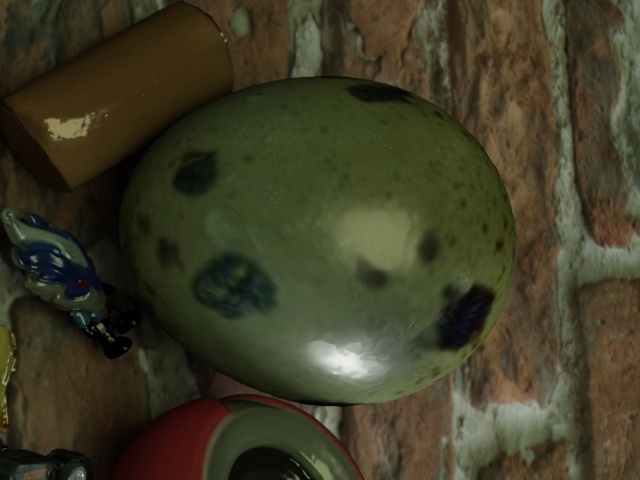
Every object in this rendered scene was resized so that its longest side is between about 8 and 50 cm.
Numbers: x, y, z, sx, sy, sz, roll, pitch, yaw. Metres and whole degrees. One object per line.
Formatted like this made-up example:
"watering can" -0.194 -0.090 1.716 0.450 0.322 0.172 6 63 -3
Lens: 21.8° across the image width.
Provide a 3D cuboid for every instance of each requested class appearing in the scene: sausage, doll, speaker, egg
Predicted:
"sausage" -0.213 -0.145 1.713 0.253 0.123 0.123 -34 106 -33
"doll" -0.262 0.038 1.696 0.195 0.070 0.096 49 30 -27
"speaker" -0.079 0.302 1.686 0.294 0.294 0.294 4 84 -37
"egg" 0.000 0.000 1.724 0.428 0.345 0.345 6 83 -33

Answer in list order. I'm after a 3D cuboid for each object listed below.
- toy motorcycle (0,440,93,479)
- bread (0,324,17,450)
"toy motorcycle" -0.301 0.275 1.549 0.307 0.108 0.173 23 82 -69
"bread" -0.352 0.176 1.567 0.178 0.135 0.240 7 84 -36
